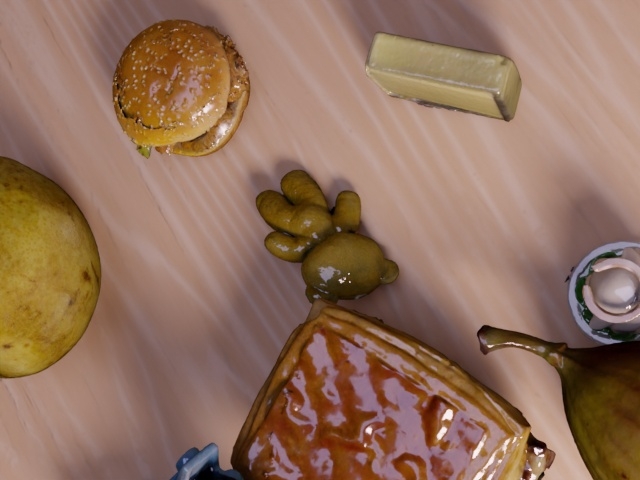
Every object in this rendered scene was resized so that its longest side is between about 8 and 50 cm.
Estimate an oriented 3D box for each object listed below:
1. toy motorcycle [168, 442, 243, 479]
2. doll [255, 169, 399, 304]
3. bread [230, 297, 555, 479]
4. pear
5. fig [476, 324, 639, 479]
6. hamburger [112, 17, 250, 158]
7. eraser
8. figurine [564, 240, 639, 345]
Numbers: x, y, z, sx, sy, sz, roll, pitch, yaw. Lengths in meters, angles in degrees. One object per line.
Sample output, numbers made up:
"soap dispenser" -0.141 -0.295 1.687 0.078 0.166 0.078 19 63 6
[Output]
"toy motorcycle" -0.175 0.379 1.090 0.232 0.172 0.416 43 137 15
"doll" 0.000 0.000 1.168 0.137 0.097 0.209 -26 58 -15
"bread" 0.084 0.246 1.062 0.325 0.167 0.277 30 97 17
"pear" -0.451 0.033 1.215 0.304 0.304 0.303 -2 85 20
"fig" 0.311 0.166 0.941 0.321 0.217 0.217 30 96 7
"hamburger" -0.184 -0.206 1.226 0.191 0.118 0.181 -5 87 15
"eraser" 0.151 -0.198 1.100 0.172 0.117 0.058 16 87 21
"figurine" 0.327 0.058 0.995 0.132 0.154 0.132 -2 85 20
